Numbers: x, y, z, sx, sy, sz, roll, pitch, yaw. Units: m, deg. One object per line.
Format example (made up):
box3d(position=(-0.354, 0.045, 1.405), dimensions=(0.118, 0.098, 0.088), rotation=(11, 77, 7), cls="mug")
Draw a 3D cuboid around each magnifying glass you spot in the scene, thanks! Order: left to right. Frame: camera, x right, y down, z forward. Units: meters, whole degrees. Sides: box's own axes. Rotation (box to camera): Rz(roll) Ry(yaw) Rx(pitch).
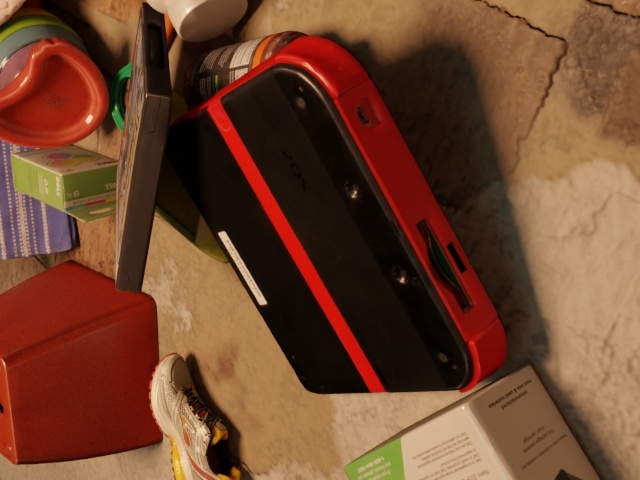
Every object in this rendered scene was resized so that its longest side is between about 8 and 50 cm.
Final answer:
box3d(position=(-0.245, -0.242, 1.145), dimensions=(0.092, 0.026, 0.231), rotation=(55, 135, 18), cls="magnifying glass")

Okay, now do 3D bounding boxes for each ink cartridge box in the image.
box3d(position=(-0.379, -0.094, 1.259), dimensions=(0.209, 0.109, 0.062), rotation=(21, 117, 39), cls="ink cartridge box")
box3d(position=(0.185, 0.305, 0.814), dimensions=(0.211, 0.121, 0.289), rotation=(-41, 73, 44), cls="ink cartridge box")

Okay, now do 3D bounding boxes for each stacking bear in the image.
box3d(position=(-0.444, -0.288, 1.235), dimensions=(0.175, 0.164, 0.289), rotation=(-43, 56, 11), cls="stacking bear")

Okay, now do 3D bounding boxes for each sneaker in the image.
box3d(position=(-0.181, 0.273, 1.210), dimensions=(0.092, 0.088, 0.225), rotation=(-24, 85, 25), cls="sneaker")

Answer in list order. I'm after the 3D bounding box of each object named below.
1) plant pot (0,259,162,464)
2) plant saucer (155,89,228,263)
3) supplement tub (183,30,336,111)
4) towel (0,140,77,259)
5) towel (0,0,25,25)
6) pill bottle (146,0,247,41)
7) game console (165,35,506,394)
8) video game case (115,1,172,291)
box3d(position=(-0.437, 0.213, 1.321), dimensions=(0.267, 0.235, 0.267), rotation=(17, 114, 40), cls="plant pot")
box3d(position=(-0.185, -0.085, 1.116), dimensions=(0.188, 0.045, 0.188), rotation=(36, 125, 32), cls="plant saucer")
box3d(position=(-0.059, -0.178, 0.920), dimensions=(0.198, 0.106, 0.106), rotation=(2, 103, 44), cls="supplement tub")
box3d(position=(-0.563, -0.071, 1.292), dimensions=(0.040, 0.336, 0.243), rotation=(21, 116, 52), cls="towel")
box3d(position=(-0.496, -0.447, 1.184), dimensions=(0.332, 0.053, 0.317), rotation=(-35, 64, 20), cls="towel")
box3d(position=(-0.175, -0.352, 0.969), dimensions=(0.121, 0.121, 0.216), rotation=(-40, 74, 44), cls="pill bottle")
box3d(position=(0.000, 0.000, 0.879), dimensions=(0.342, 0.060, 0.387), rotation=(-16, 106, 55), cls="game console")
box3d(position=(-0.224, -0.118, 1.009), dimensions=(0.248, 0.035, 0.275), rotation=(-107, 28, -50), cls="video game case")
